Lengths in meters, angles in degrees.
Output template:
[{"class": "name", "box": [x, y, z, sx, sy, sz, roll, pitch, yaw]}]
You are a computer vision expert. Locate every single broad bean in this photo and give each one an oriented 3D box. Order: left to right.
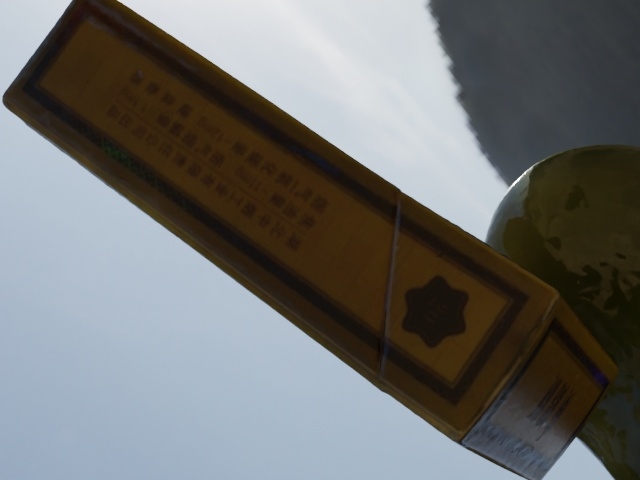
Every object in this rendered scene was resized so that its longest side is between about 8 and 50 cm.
[{"class": "broad bean", "box": [0.214, 0.059, 0.875, 0.263, 0.189, 0.121, 55, -166, -20]}]

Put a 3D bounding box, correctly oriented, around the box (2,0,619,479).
[{"class": "box", "box": [0.000, 0.000, 0.700, 0.301, 0.084, 0.193, 35, 180, 25]}]
